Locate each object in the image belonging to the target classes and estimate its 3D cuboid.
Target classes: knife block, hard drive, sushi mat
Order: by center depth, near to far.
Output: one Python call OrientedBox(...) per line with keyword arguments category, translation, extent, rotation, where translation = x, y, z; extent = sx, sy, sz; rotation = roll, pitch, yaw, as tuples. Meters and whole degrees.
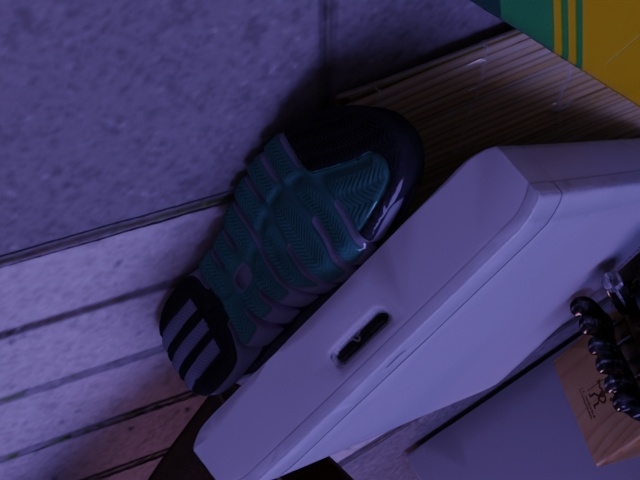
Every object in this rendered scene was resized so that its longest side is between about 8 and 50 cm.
OrientedBox(category="sushi mat", translation=(0.142, -0.085, 0.878), extent=(0.316, 0.019, 0.151), rotation=(-23, 150, -18))
OrientedBox(category="hard drive", translation=(0.097, 0.032, 0.893), extent=(0.233, 0.047, 0.353), rotation=(-46, 164, 23))
OrientedBox(category="knife block", translation=(0.284, 0.063, 1.030), extent=(0.276, 0.088, 0.242), rotation=(-7, 155, -30))

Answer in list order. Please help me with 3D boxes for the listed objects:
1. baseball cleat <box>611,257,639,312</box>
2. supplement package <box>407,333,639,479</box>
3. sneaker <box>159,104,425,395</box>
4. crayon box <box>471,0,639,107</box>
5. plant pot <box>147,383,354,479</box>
OrientedBox(category="baseball cleat", translation=(0.259, 0.025, 1.110), extent=(0.109, 0.072, 0.206), rotation=(-39, 150, 10))
OrientedBox(category="supplement package", translation=(0.232, 0.236, 1.204), extent=(0.204, 0.262, 0.145), rotation=(-35, 151, 2))
OrientedBox(category="sneaker", translation=(0.000, 0.000, 0.816), extent=(0.098, 0.083, 0.223), rotation=(-10, 154, -44))
OrientedBox(category="crayon box", translation=(0.192, -0.236, 0.609), extent=(0.363, 0.106, 0.313), rotation=(-44, 149, 19))
OrientedBox(category="plant pot", translation=(-0.065, 0.244, 0.932), extent=(0.230, 0.215, 0.215), rotation=(-46, 150, 3))
